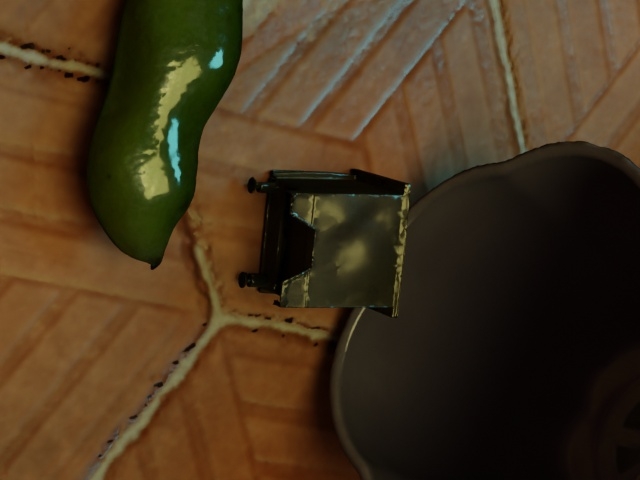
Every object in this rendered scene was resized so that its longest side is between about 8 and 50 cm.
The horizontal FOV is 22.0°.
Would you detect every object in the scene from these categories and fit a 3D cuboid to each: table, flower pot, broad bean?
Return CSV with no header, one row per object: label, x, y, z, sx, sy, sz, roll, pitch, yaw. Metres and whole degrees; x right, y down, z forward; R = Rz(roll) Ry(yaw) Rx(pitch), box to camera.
table,0.000,0.000,1.011,0.082,0.070,0.083,2,100,-29
flower pot,0.183,0.099,1.051,0.243,0.265,0.265,27,85,-44
broad bean,-0.088,-0.141,0.939,0.098,0.056,0.318,-1,95,-26
